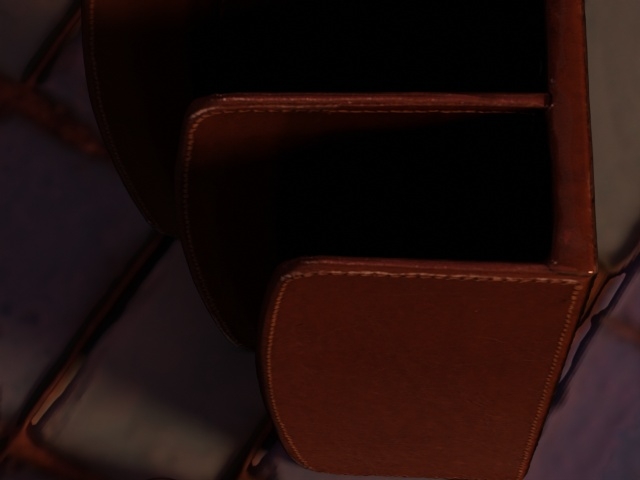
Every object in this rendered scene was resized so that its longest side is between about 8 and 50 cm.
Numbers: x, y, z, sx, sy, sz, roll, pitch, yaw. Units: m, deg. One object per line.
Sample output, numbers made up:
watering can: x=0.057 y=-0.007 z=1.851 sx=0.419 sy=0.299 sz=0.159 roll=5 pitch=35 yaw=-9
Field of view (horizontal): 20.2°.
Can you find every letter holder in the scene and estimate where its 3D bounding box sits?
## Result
letter holder: x=0.000 y=0.000 z=0.824 sx=0.214 sy=0.302 sz=0.152 roll=0 pitch=68 yaw=1

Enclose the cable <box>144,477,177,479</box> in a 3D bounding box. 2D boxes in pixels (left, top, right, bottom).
cable: x=-0.050 y=0.199 z=0.888 sx=0.184 sy=0.047 sz=0.151 roll=14 pitch=64 yaw=9
